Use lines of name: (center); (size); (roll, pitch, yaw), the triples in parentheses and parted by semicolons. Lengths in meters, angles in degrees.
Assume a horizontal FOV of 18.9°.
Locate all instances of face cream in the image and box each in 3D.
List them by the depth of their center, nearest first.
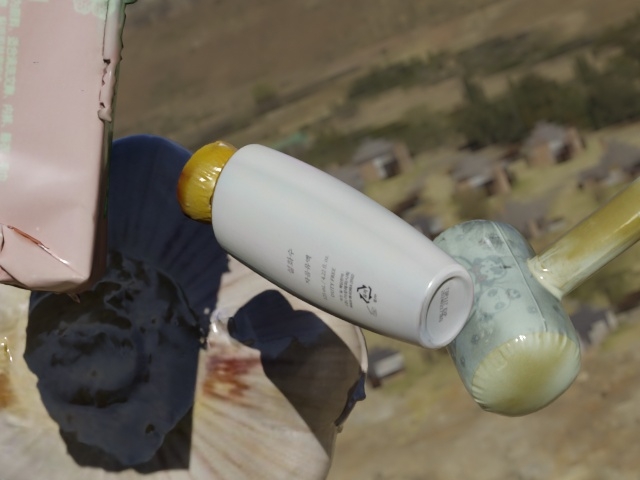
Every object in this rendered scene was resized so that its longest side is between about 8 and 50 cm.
face cream: (0.000, 0.000, 0.999); (0.051, 0.072, 0.182); (-25, 38, -37)

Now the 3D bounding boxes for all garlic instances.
garlic: (-0.127, 0.082, 1.313); (0.322, 0.322, 0.241); (-21, 20, 6)

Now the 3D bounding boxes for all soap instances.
soap: (-0.149, -0.107, 1.007); (0.098, 0.273, 0.218); (5, 0, -8)

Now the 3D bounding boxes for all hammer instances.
hammer: (0.235, 0.009, 1.692); (0.305, 0.113, 0.202); (-37, 42, 13)
